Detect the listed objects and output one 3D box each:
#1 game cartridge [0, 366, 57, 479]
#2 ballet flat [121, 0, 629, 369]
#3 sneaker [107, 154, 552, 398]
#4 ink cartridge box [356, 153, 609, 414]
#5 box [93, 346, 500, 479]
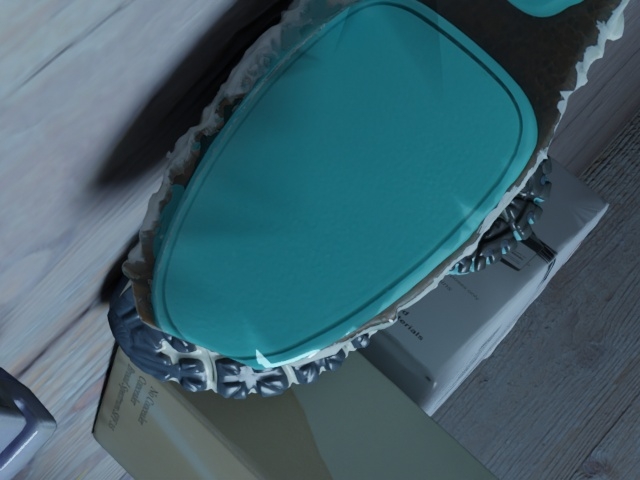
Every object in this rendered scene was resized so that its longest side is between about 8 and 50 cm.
[{"bbox_3d":[-0.228,0.111,0.262,0.230,0.068,0.355,-44,167,-6],"label":"game cartridge"},{"bbox_3d":[0.066,-0.106,0.474,0.409,0.147,0.147,-49,167,-2],"label":"ballet flat"},{"bbox_3d":[0.000,0.000,0.584,0.283,0.122,0.110,-22,116,-22],"label":"sneaker"},{"bbox_3d":[0.074,0.076,0.907,0.395,0.166,0.285,-32,159,-50],"label":"ink cartridge box"},{"bbox_3d":[0.006,0.172,0.631,0.121,0.311,0.148,-38,163,-39],"label":"box"}]
